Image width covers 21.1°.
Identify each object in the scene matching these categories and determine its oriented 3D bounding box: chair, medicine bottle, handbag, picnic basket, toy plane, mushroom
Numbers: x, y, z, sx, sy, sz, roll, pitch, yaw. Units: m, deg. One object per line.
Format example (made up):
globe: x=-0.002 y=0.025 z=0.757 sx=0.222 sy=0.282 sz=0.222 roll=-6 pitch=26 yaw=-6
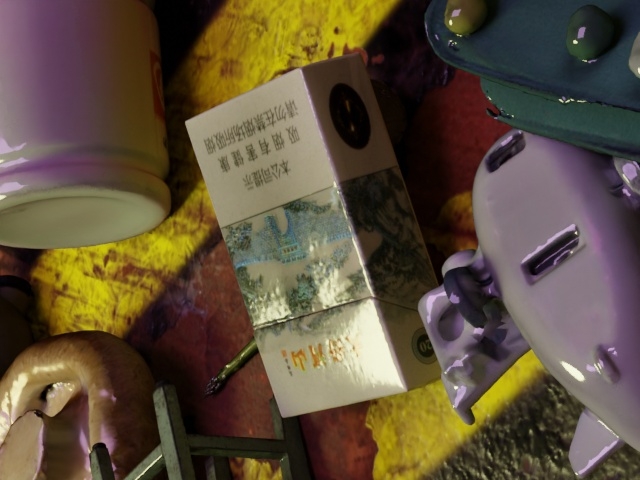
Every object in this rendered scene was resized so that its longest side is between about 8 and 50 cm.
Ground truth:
chair: x=-0.084 y=0.266 z=1.428 sx=0.136 sy=0.147 sz=0.270 roll=-43 pitch=51 yaw=41
medicine bottle: x=-0.255 y=-0.167 z=1.677 sx=0.202 sy=0.202 sz=0.316 roll=-25 pitch=65 yaw=50
handbag: x=0.208 y=-0.191 z=1.067 sx=0.268 sy=0.100 sz=0.274 roll=25 pitch=84 yaw=54
picnic basket: x=0.032 y=-0.100 z=1.400 sx=0.083 sy=0.072 sz=0.072 roll=-132 pitch=53 yaw=-78
toy plane: x=0.181 y=0.031 z=1.122 sx=0.266 sy=0.122 sz=0.267 roll=-15 pitch=65 yaw=34
mushroom: x=-0.239 y=0.217 z=1.639 sx=0.278 sy=0.146 sz=0.278 roll=-12 pitch=73 yaw=45

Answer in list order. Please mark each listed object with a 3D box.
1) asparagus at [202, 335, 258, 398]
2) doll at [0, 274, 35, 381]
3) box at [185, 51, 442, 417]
asparagus: x=-0.076 y=0.111 z=1.549 sx=0.014 sy=0.015 sz=0.114 roll=48 pitch=133 yaw=4
doll: x=-0.372 y=0.152 z=1.824 sx=0.117 sy=0.182 sz=0.257 roll=106 pitch=172 yaw=-53
box: x=0.000 y=0.000 z=1.350 sx=0.164 sy=0.069 sz=0.257 roll=-19 pitch=89 yaw=51
